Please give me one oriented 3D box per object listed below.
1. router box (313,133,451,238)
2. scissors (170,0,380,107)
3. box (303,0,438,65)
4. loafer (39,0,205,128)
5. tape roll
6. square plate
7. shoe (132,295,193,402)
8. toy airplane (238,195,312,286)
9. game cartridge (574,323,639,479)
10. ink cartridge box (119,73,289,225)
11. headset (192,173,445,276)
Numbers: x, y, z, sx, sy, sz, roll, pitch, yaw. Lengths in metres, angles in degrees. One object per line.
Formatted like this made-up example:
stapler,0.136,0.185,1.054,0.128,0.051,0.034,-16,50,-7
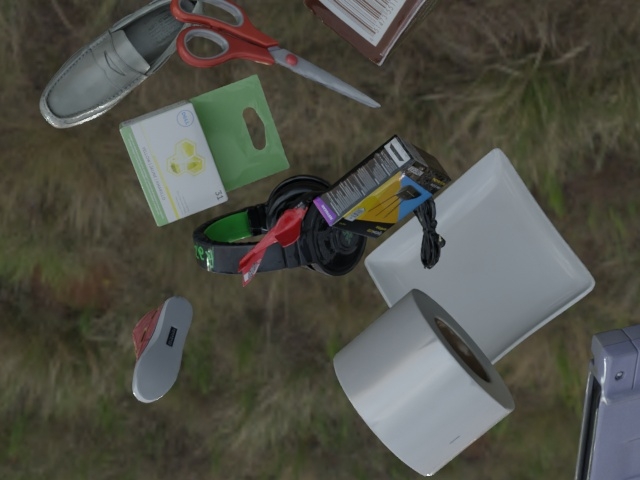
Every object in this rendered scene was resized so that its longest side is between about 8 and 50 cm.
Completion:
router box,0.082,-0.064,1.437,0.133,0.046,0.179,-38,163,14
scissors,-0.053,-0.249,1.470,0.297,0.109,0.021,10,154,-21
box,0.160,-0.416,1.455,0.143,0.381,0.191,39,151,0
loafer,-0.323,-0.302,1.844,0.112,0.319,0.111,48,167,-7
tape roll,0.161,0.219,1.769,0.169,0.246,0.246,-41,137,12
square plate,0.283,0.061,2.066,0.347,0.344,0.049,-41,144,18
shoe,-0.249,0.169,1.697,0.063,0.178,0.081,33,143,-24
toy airplane,-0.062,-0.003,1.490,0.028,0.151,0.151,40,136,-11
game cartridge,0.424,0.239,1.368,0.230,0.068,0.355,-9,125,-8
ink cartridge box,-0.179,-0.144,1.796,0.235,0.056,0.171,-21,108,-5
headset,0.000,0.000,1.785,0.394,0.243,0.185,-14,106,-14
